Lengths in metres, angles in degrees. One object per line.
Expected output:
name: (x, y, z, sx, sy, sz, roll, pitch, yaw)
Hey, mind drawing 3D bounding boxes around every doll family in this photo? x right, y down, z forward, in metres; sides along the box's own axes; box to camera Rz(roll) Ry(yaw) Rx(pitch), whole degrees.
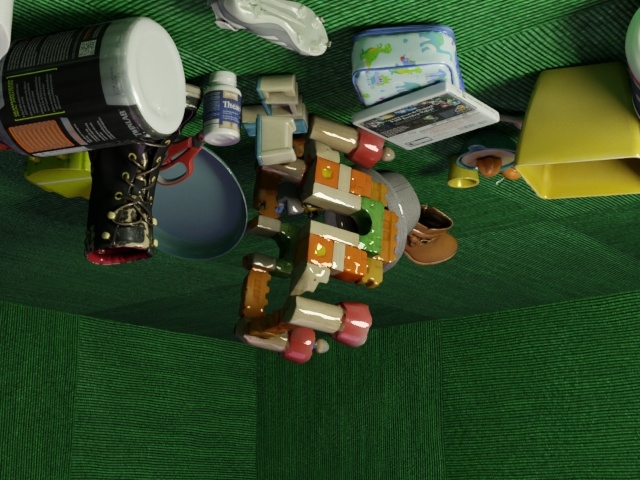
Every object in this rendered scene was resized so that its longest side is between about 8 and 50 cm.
doll family: (-0.051, -0.088, 2.382, 0.192, 0.076, 0.111, 6, 169, -3)

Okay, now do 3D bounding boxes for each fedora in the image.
fedora: (0.133, -0.061, 2.268, 0.124, 0.244, 0.275, -25, 156, -33)

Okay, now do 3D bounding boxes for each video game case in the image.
video game case: (0.178, -0.209, 1.693, 0.190, 0.022, 0.173, -15, 160, 36)

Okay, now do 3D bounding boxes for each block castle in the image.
block castle: (0.000, 0.000, 1.996, 0.212, 0.454, 0.303, 16, 158, -26)

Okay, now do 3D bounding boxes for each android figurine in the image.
android figurine: (-0.527, -0.146, 2.179, 0.248, 0.056, 0.273, -6, 164, 20)

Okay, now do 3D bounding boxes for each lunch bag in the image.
lunch bag: (0.146, -0.276, 1.651, 0.176, 0.090, 0.219, -2, 165, 11)

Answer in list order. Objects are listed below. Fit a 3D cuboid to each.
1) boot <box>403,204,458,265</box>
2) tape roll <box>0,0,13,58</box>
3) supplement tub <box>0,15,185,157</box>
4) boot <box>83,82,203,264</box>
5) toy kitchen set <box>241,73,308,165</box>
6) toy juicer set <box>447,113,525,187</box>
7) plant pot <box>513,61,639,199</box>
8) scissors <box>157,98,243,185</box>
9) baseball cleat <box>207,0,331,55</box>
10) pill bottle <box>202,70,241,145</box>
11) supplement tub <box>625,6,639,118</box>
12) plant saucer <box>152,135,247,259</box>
boot: (0.283, -0.026, 2.589, 0.283, 0.109, 0.220, 15, 156, -24)
tape roll: (-0.577, -0.337, 1.397, 0.286, 0.100, 0.286, 0, 165, 0)
supplement tub: (-0.391, -0.237, 1.587, 0.315, 0.194, 0.193, -5, 164, 19)
boot: (-0.335, -0.120, 1.839, 0.138, 0.284, 0.377, 11, 162, -37)
toy kitchen set: (-0.095, -0.192, 1.807, 0.122, 0.166, 0.207, -2, 164, 7)
toy juicer set: (0.380, -0.173, 2.033, 0.209, 0.090, 0.329, 0, 164, -1)
plant pot: (0.468, -0.195, 1.752, 0.212, 0.187, 0.212, -3, 166, 25)
scissors: (-0.236, -0.188, 1.959, 0.297, 0.021, 0.109, -19, 114, 32)
baseball cleat: (-0.081, -0.334, 1.509, 0.109, 0.072, 0.205, 4, 167, 43)
pill bottle: (-0.172, -0.232, 1.746, 0.067, 0.120, 0.067, -1, 165, 0)
supplement tub: (0.572, -0.259, 1.529, 0.191, 0.191, 0.272, -6, 164, 19)
plant saucer: (-0.294, -0.097, 2.094, 0.317, 0.044, 0.318, 12, 130, 14)
